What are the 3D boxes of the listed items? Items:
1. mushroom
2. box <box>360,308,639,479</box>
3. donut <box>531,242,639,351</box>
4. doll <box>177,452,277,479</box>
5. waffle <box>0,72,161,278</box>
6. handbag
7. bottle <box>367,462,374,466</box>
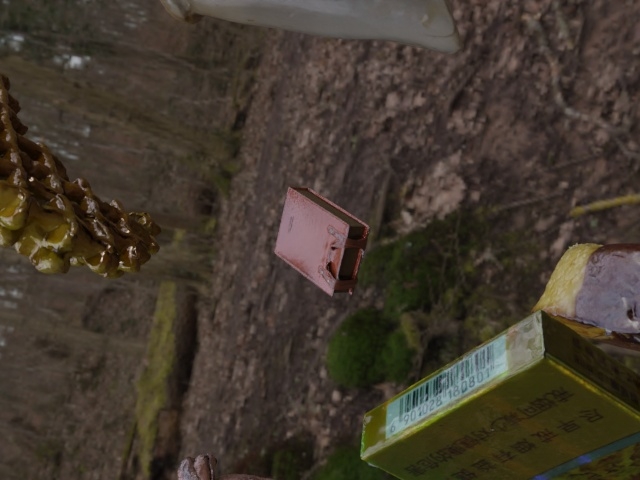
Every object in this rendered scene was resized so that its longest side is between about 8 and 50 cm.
[{"bbox_3d":[-0.009,-0.342,1.123,0.137,0.407,0.154,-48,-35,-76],"label":"mushroom"},{"bbox_3d":[0.132,0.115,0.433,0.121,0.193,0.030,-39,29,38],"label":"box"},{"bbox_3d":[0.246,0.050,0.624,0.184,0.166,0.073,-179,105,-75],"label":"donut"},{"bbox_3d":[-0.009,0.326,0.844,0.156,0.303,0.201,-41,-45,-22],"label":"doll"},{"bbox_3d":[-0.279,-0.064,0.779,0.069,0.293,0.260,-47,-1,8],"label":"waffle"},{"bbox_3d":[0.000,0.000,1.443,0.190,0.062,0.127,35,118,47],"label":"handbag"},{"bbox_3d":[0.171,0.309,1.167,0.060,0.217,0.060,3,-90,-69],"label":"bottle"}]
